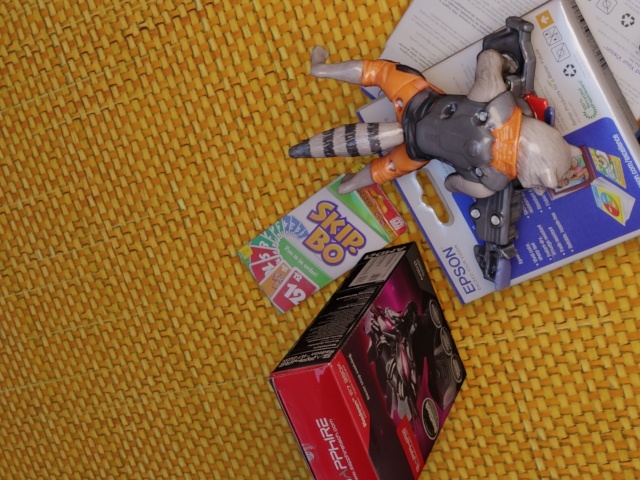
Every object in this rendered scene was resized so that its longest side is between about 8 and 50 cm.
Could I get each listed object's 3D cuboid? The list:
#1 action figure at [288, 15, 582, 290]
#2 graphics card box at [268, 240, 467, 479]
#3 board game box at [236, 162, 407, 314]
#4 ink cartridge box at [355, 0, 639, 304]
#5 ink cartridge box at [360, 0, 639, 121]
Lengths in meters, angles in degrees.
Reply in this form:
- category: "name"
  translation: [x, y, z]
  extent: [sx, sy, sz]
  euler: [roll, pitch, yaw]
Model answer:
- category: "action figure"
  translation: [0.145, -0.086, 1.276]
  extent: [0.330, 0.178, 0.341]
  euler: [7, 111, 35]
- category: "graphics card box"
  translation: [0.078, 0.180, 1.415]
  extent: [0.094, 0.371, 0.232]
  euler: [-15, 106, 26]
- category: "board game box"
  translation: [0.000, 0.000, 1.603]
  extent: [0.259, 0.039, 0.124]
  euler: [-35, 90, 28]
- category: "ink cartridge box"
  translation: [0.245, -0.107, 1.353]
  extent: [0.307, 0.072, 0.303]
  euler: [-25, 97, 35]
- category: "ink cartridge box"
  translation: [0.263, -0.234, 1.372]
  extent: [0.324, 0.071, 0.330]
  euler: [40, 123, 9]
